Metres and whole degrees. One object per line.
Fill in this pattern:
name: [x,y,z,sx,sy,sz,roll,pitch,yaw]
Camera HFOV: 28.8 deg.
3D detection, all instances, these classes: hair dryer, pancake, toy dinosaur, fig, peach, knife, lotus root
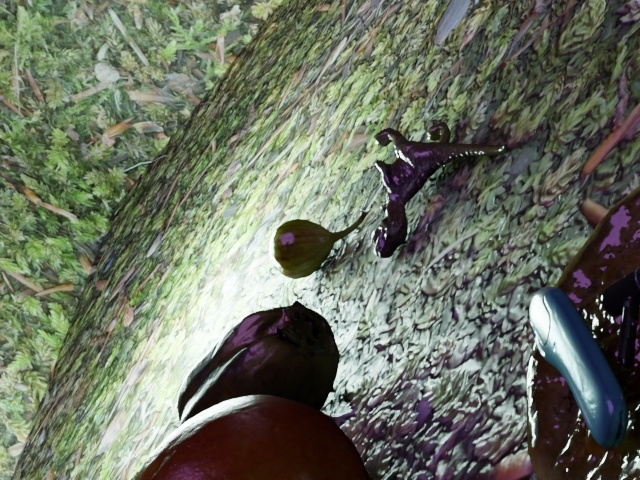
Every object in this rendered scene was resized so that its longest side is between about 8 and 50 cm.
hair dryer: [0.242,0.065,0.979,0.047,0.026,0.083,-46,26,52]
pancake: [0.278,0.063,1.028,0.356,0.065,0.356,-52,15,20]
toy dinosaur: [0.150,-0.098,1.667,0.251,0.072,0.200,-35,36,24]
fig: [-0.013,-0.006,1.871,0.166,0.093,0.093,-38,26,44]
peach: [-0.064,0.289,1.287,0.281,0.281,0.238,-95,-3,-62]
knife: [0.210,0.098,1.017,0.222,0.031,0.064,-105,22,-66]
lotus root: [-0.085,0.201,1.608,0.275,0.160,0.152,-46,45,35]
